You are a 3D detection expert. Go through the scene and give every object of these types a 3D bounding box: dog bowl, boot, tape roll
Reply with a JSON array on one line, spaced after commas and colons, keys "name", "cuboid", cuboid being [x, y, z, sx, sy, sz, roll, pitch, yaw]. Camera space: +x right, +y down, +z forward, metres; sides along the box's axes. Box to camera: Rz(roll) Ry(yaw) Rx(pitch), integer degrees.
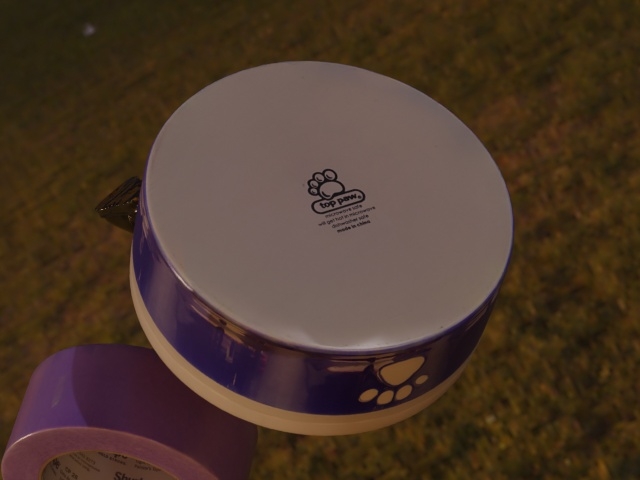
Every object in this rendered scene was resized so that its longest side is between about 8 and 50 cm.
[{"name": "dog bowl", "cuboid": [0.000, 0.000, 1.095, 0.265, 0.265, 0.104, -43, -19, -35]}, {"name": "boot", "cuboid": [-0.126, -0.003, 1.234, 0.045, 0.099, 0.121, -44, 17, -17]}, {"name": "tape roll", "cuboid": [-0.148, 0.168, 1.208, 0.189, 0.189, 0.080, -17, 43, 31]}]
